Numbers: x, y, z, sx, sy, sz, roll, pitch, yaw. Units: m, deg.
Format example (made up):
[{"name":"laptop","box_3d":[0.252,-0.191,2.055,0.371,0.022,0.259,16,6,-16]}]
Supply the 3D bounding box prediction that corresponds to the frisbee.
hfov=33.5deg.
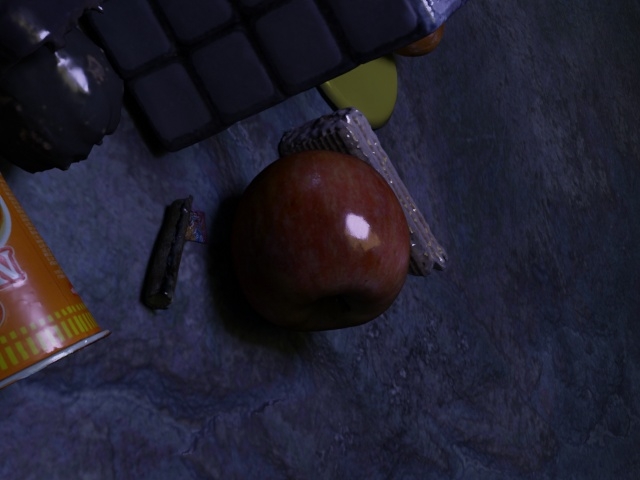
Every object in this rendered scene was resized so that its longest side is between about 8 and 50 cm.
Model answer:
[{"name":"frisbee","box_3d":[0.041,-0.264,1.455,0.236,0.017,0.235,29,52,-46]}]

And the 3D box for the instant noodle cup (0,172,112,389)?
[{"name":"instant noodle cup","box_3d":[-0.263,0.022,0.768,0.168,0.168,0.185,-27,91,-57]}]

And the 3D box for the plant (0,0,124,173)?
[{"name":"plant","box_3d":[-0.259,-0.173,0.842,0.256,0.164,0.141,57,35,-21]}]

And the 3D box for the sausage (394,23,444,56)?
[{"name":"sausage","box_3d":[0.072,-0.306,1.412,0.271,0.109,0.108,-8,82,-57]}]

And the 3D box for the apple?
[{"name":"apple","box_3d":[0.000,0.000,1.124,0.188,0.188,0.173,32,40,-45]}]

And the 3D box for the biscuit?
[{"name":"biscuit","box_3d":[0.054,-0.046,1.290,0.238,0.108,0.061,57,39,-23]}]

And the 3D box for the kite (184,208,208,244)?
[{"name":"kite","box_3d":[-0.132,-0.002,1.095,0.044,0.002,0.078,38,45,-41]}]

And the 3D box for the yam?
[{"name":"yam","box_3d":[-0.149,0.008,1.048,0.027,0.033,0.129,22,49,-18]}]

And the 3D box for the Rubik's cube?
[{"name":"Rubik's cube","box_3d":[-0.041,-0.342,1.073,0.343,0.345,0.337,62,33,-14]}]
